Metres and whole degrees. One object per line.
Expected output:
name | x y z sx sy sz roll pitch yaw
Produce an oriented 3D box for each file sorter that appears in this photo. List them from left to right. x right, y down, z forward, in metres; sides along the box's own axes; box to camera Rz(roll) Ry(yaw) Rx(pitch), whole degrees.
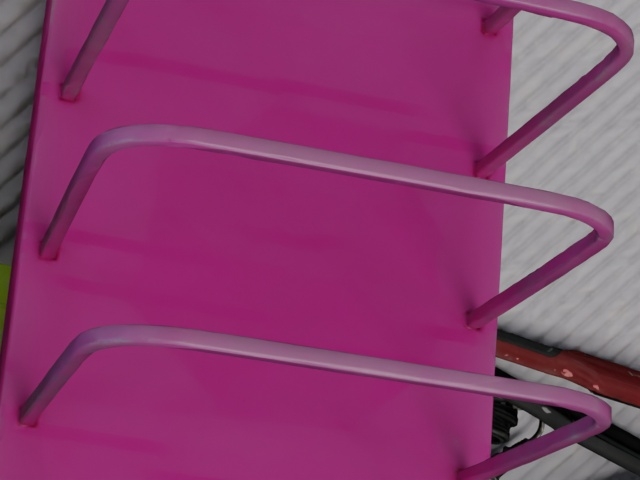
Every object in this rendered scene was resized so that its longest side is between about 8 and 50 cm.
file sorter | 0.000 0.000 0.733 0.202 0.182 0.290 10 72 -15

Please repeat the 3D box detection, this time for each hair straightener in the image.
hair straightener | 0.103 0.094 1.030 0.230 0.047 0.089 19 107 -30

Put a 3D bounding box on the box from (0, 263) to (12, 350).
box | -0.227 0.048 0.839 0.178 0.042 0.109 12 112 -11
